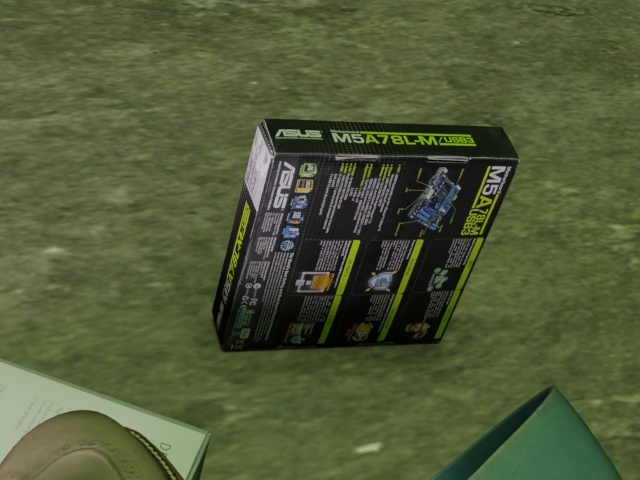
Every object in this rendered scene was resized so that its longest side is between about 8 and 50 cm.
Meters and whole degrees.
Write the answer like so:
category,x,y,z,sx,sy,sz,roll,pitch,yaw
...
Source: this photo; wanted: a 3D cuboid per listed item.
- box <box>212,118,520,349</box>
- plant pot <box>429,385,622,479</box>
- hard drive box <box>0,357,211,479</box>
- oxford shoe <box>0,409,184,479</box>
category,x,y,z,sx,sy,sz,roll,pitch,yaw
box,0.028,0.000,0.847,0.184,0.191,0.045,-2,43,-21
plant pot,0.064,0.236,0.537,0.195,0.290,0.290,49,46,9
hard drive box,-0.202,0.158,0.654,0.232,0.089,0.181,19,39,3
oxford shoe,-0.123,0.131,0.457,0.123,0.130,0.348,-32,16,2
